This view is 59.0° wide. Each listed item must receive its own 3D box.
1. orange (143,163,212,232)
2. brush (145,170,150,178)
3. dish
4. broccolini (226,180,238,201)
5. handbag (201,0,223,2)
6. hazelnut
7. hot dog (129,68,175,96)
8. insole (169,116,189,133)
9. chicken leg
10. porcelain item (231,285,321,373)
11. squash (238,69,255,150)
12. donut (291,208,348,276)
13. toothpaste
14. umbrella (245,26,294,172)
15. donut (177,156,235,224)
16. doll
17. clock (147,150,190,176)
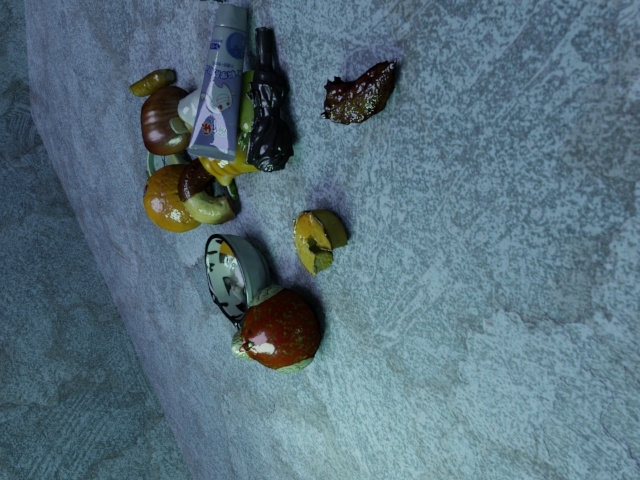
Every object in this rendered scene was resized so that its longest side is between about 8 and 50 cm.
[{"bbox_3d":[-0.454,-0.133,1.806,0.219,0.219,0.193,63,153,13],"label":"orange"},{"bbox_3d":[-0.605,-0.233,2.153,0.191,0.028,0.034,24,128,39],"label":"brush"},{"bbox_3d":[-0.235,0.105,1.686,0.303,0.120,0.302,30,128,47],"label":"dish"},{"bbox_3d":[-0.293,-0.217,1.677,0.067,0.058,0.216,4,109,51],"label":"broccolini"},{"bbox_3d":[-0.395,-0.696,1.426,0.260,0.248,0.079,53,136,29],"label":"handbag"},{"bbox_3d":[-0.456,-0.362,1.752,0.186,0.210,0.210,107,139,-75],"label":"hazelnut"},{"bbox_3d":[-0.571,-0.531,1.917,0.289,0.083,0.068,8,131,54],"label":"hot dog"},{"bbox_3d":[-0.351,-0.332,1.596,0.010,0.192,0.063,-24,92,33],"label":"insole"},{"bbox_3d":[0.072,-0.284,1.118,0.234,0.063,0.105,1,111,53],"label":"chicken leg"},{"bbox_3d":[-0.129,0.249,1.506,0.253,0.253,0.252,29,128,46],"label":"porcelain item"},{"bbox_3d":[-0.170,-0.322,1.438,0.090,0.075,0.200,-2,82,37],"label":"squash"},{"bbox_3d":[-0.006,-0.008,1.350,0.146,0.078,0.181,59,151,20],"label":"donut"},{"bbox_3d":[-0.243,-0.388,1.410,0.125,0.080,0.370,12,99,8],"label":"toothpaste"},{"bbox_3d":[-0.128,-0.333,1.356,0.118,0.118,0.339,5,100,54],"label":"umbrella"},{"bbox_3d":[-0.346,-0.141,1.694,0.217,0.141,0.085,60,164,-6],"label":"donut"},{"bbox_3d":[-0.277,-0.295,1.527,0.167,0.162,0.269,-20,83,37],"label":"doll"},{"bbox_3d":[-0.534,-0.279,1.957,0.170,0.069,0.231,-45,67,37],"label":"clock"}]
